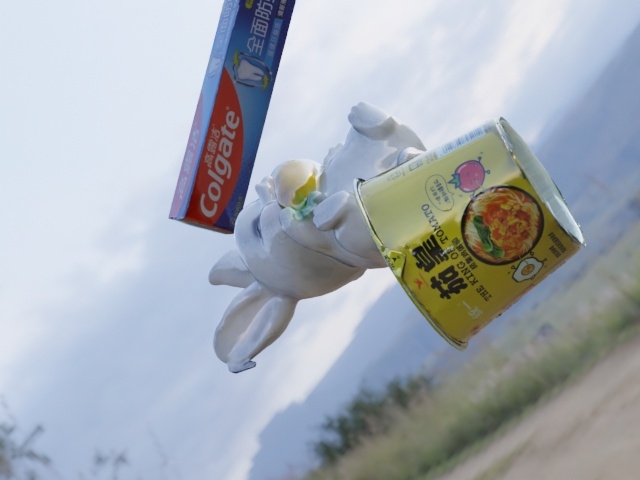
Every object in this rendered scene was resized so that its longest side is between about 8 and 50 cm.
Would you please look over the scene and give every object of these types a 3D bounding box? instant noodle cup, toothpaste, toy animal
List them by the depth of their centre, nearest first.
[{"bbox_3d":[0.137,-0.015,1.349,0.144,0.182,0.182,-33,-5,13],"label":"instant noodle cup"},{"bbox_3d":[0.002,-0.007,1.589,0.325,0.154,0.208,-52,26,29],"label":"toy animal"},{"bbox_3d":[-0.108,-0.170,1.900,0.066,0.076,0.320,-2,73,64],"label":"toothpaste"}]
